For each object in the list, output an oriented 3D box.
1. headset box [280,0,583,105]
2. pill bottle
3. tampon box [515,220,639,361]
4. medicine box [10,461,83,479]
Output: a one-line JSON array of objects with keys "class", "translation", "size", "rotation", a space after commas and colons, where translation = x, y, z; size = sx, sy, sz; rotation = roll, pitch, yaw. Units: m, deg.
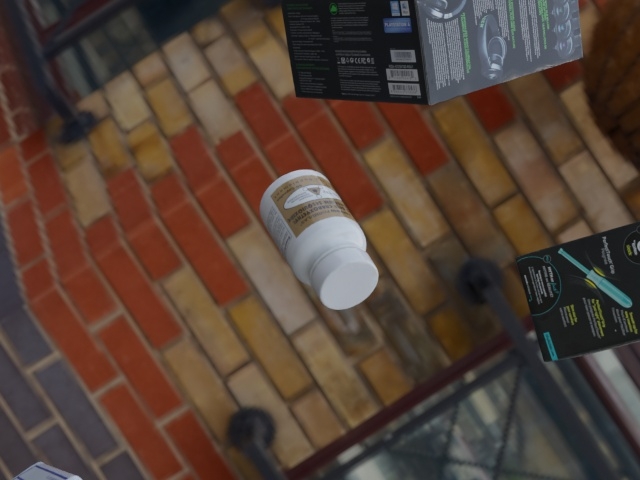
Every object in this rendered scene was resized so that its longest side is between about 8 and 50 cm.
[{"class": "headset box", "translation": [0.142, -0.259, 1.581], "size": [0.246, 0.283, 0.131], "rotation": [12, -64, 51]}, {"class": "pill bottle", "translation": [0.000, 0.000, 2.123], "size": [0.229, 0.131, 0.131], "rotation": [57, 2, 43]}, {"class": "tampon box", "translation": [0.312, 0.053, 1.401], "size": [0.101, 0.161, 0.120], "rotation": [0, 74, -62]}, {"class": "medicine box", "translation": [-0.332, 0.362, 1.279], "size": [0.149, 0.289, 0.263], "rotation": [56, -19, -6]}]
